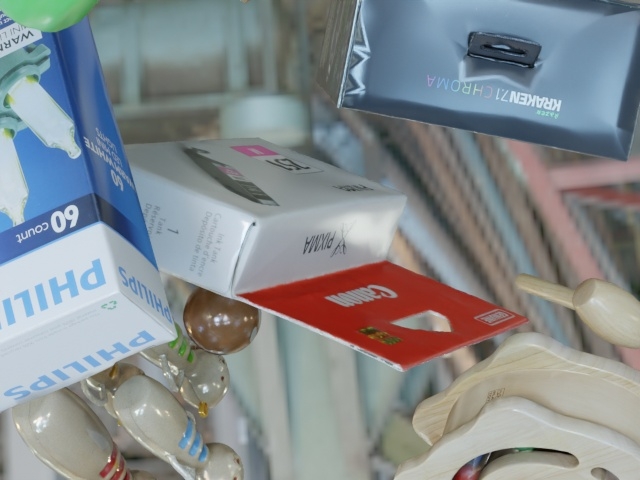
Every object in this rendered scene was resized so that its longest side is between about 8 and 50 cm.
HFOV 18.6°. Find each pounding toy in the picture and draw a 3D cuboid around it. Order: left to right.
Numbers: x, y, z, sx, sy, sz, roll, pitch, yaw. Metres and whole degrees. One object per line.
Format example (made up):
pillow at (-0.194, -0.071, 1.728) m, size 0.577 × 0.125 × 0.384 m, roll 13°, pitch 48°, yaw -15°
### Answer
pounding toy at (0.184, 0.126, 1.467) m, size 0.154 × 0.155 × 0.269 m, roll 34°, pitch 138°, yaw -14°

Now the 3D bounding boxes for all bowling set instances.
bowling set at (-0.104, 0.126, 1.365) m, size 0.200 × 0.287 × 0.154 m, roll -24°, pitch 132°, yaw 18°

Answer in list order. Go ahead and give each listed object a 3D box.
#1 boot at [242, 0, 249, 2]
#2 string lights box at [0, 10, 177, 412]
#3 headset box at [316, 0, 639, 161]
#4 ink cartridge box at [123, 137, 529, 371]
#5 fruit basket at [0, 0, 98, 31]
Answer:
boot at (-0.048, -0.334, 1.818) m, size 0.152 × 0.197 × 0.073 m, roll -19°, pitch -179°, yaw 9°
string lights box at (-0.179, -0.043, 1.068) m, size 0.133 × 0.259 × 0.077 m, roll -24°, pitch 151°, yaw 10°
headset box at (0.134, -0.162, 1.666) m, size 0.246 × 0.131 × 0.283 m, roll 11°, pitch -172°, yaw -4°
ink cartridge box at (0.000, 0.000, 1.278) m, size 0.239 × 0.060 × 0.275 m, roll 21°, pitch -169°, yaw 19°
fruit basket at (-0.119, -0.188, 0.711) m, size 0.165 × 0.327 × 0.353 m, roll 50°, pitch 149°, yaw -20°
